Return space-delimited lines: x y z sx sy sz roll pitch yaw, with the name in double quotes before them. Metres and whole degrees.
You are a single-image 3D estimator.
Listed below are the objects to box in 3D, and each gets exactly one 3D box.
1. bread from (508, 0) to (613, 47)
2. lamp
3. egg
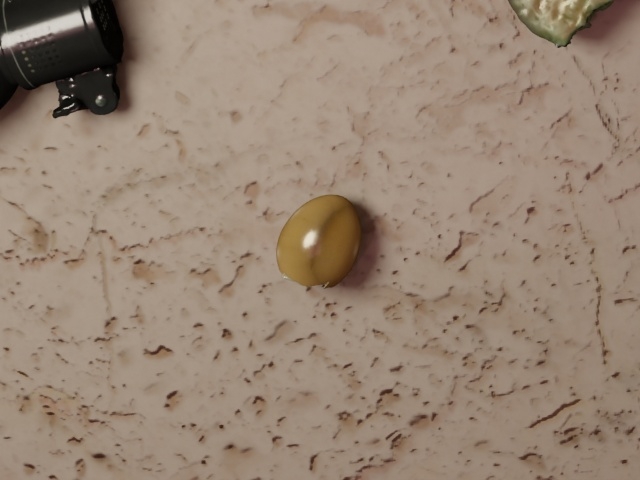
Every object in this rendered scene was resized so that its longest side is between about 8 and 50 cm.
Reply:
"bread" 0.252 -0.296 1.766 0.173 0.064 0.232 3 106 15
"lamp" -0.283 -0.192 1.898 0.227 0.147 0.172 -14 114 9
"egg" 0.000 0.000 1.897 0.080 0.080 0.096 23 112 7
